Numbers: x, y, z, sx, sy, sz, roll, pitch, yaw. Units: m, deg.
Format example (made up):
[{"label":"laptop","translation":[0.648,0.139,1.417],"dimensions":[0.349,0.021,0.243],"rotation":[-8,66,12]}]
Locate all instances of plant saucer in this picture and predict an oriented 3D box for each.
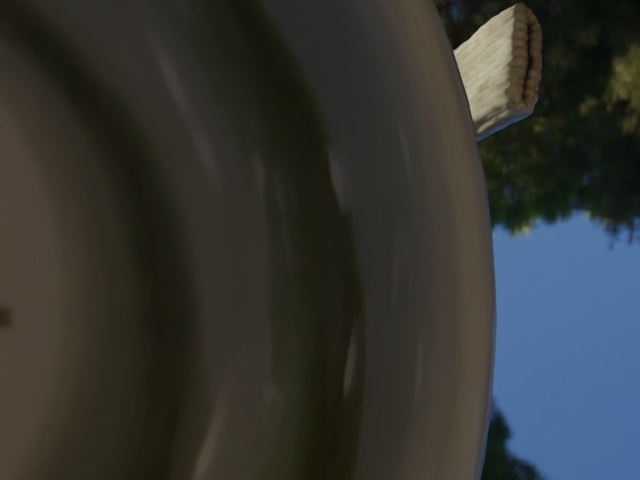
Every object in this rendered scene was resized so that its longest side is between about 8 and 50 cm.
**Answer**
[{"label":"plant saucer","translation":[-0.160,0.016,0.359],"dimensions":[0.400,0.100,0.400],"rotation":[1,-97,-8]}]

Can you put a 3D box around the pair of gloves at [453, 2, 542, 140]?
[{"label":"pair of gloves","translation":[0.000,0.000,0.657],"dimensions":[0.204,0.042,0.240],"rotation":[-22,-143,44]}]
